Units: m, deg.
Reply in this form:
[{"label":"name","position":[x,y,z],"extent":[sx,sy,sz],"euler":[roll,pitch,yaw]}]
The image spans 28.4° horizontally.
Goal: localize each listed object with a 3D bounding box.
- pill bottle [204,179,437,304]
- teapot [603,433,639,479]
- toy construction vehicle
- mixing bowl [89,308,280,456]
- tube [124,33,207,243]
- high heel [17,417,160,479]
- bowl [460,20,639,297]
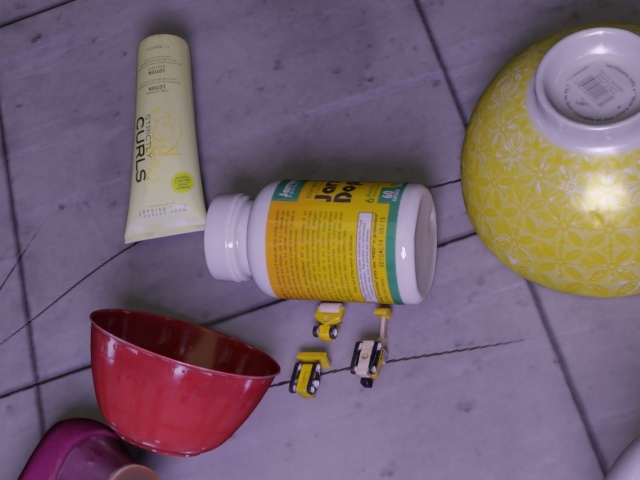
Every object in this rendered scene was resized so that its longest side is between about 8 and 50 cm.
[{"label":"pill bottle","position":[0.000,0.000,1.217],"extent":[0.208,0.118,0.118],"euler":[2,61,17]},{"label":"teapot","position":[0.315,0.243,0.948],"extent":[0.255,0.187,0.253],"euler":[8,67,5]},{"label":"toy construction vehicle","position":[0.022,0.107,1.203],"extent":[0.085,0.035,0.098],"euler":[-3,56,26]},{"label":"mixing bowl","position":[-0.136,0.137,1.162],"extent":[0.181,0.181,0.098],"euler":[20,97,25]},{"label":"tube","position":[-0.167,-0.111,1.367],"extent":[0.070,0.062,0.240],"euler":[-33,51,45]},{"label":"high heel","position":[-0.278,0.340,1.129],"extent":[0.377,0.127,0.181],"euler":[-56,31,-12]},{"label":"bowl","position":[0.266,-0.108,1.187],"extent":[0.289,0.156,0.290],"euler":[-7,58,11]}]
